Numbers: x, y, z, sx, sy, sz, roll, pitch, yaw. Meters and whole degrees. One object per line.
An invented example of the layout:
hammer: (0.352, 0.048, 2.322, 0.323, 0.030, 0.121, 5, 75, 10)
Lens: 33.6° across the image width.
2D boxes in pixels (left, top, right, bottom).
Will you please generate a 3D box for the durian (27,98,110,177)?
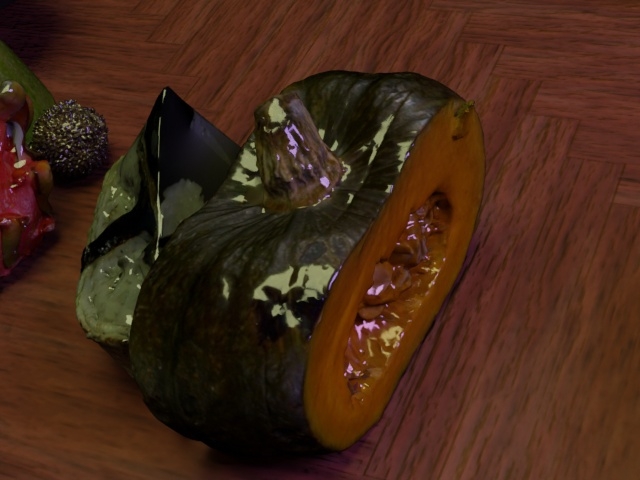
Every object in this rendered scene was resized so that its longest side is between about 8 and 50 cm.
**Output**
durian: (-0.245, -0.093, 1.021, 0.091, 0.080, 0.080, -41, 47, -2)

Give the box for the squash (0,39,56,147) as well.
squash: (-0.365, -0.145, 1.076, 0.170, 0.123, 0.170, -11, 39, 9)

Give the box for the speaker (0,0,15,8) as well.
speaker: (-0.456, -0.311, 1.159, 0.294, 0.294, 0.294, -8, 44, 8)

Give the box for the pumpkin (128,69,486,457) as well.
pumpkin: (0.000, 0.000, 0.747, 0.139, 0.222, 0.317, 18, 54, 29)

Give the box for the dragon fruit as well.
dragon fruit: (-0.303, -0.046, 0.945, 0.133, 0.207, 0.150, 26, 13, 20)

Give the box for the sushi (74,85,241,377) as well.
sushi: (-0.140, 0.023, 0.857, 0.109, 0.134, 0.273, -12, 59, 26)
